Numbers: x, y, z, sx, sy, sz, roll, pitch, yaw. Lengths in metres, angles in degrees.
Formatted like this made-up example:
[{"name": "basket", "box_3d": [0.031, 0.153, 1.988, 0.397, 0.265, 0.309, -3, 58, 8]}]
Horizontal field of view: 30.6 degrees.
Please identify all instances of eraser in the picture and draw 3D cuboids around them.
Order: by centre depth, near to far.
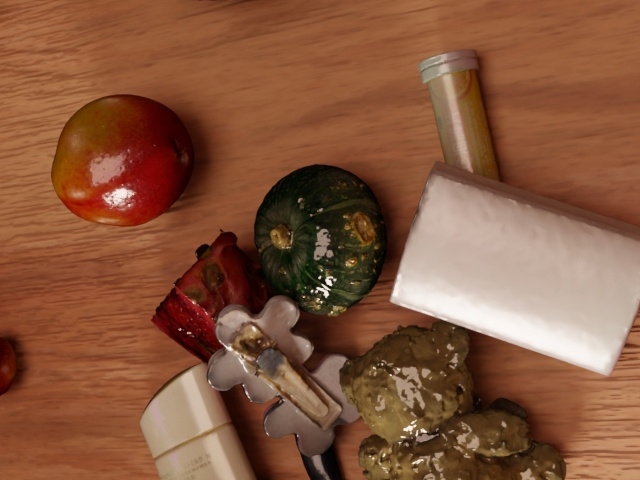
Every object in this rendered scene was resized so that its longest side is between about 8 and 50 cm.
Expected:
[{"name": "eraser", "box_3d": [0.231, 0.032, 1.345, 0.270, 0.095, 0.174, 19, 113, 9]}]

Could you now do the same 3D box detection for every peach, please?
[{"name": "peach", "box_3d": [-0.259, -0.108, 1.594, 0.197, 0.197, 0.197, 1, 92, 28]}, {"name": "peach", "box_3d": [-0.514, 0.193, 1.791, 0.101, 0.101, 0.100, 1, 92, 28]}]

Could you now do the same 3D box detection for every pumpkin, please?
[{"name": "pumpkin", "box_3d": [0.000, -0.001, 1.479, 0.190, 0.146, 0.190, 10, 108, 32]}]

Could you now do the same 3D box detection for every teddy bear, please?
[{"name": "teddy bear", "box_3d": [0.131, 0.227, 1.417, 0.267, 0.156, 0.256, -23, 80, 28]}]

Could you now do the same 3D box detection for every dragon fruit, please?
[{"name": "dragon fruit", "box_3d": [-0.108, 0.102, 1.551, 0.134, 0.262, 0.211, -44, 94, -20]}]

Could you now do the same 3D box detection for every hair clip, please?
[{"name": "hair clip", "box_3d": [-0.039, 0.169, 1.462, 0.146, 0.257, 0.075, -52, 41, -12]}]

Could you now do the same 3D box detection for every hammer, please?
[{"name": "hammer", "box_3d": [0.033, 0.364, 1.537, 0.137, 0.037, 0.290, -23, 82, 27]}]

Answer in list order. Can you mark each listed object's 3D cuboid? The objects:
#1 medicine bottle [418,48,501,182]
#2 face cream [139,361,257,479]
[{"name": "medicine bottle", "box_3d": [0.178, -0.119, 1.426, 0.074, 0.074, 0.218, -14, 87, 28]}, {"name": "face cream", "box_3d": [-0.145, 0.353, 1.599, 0.173, 0.081, 0.348, -34, 76, 43]}]
